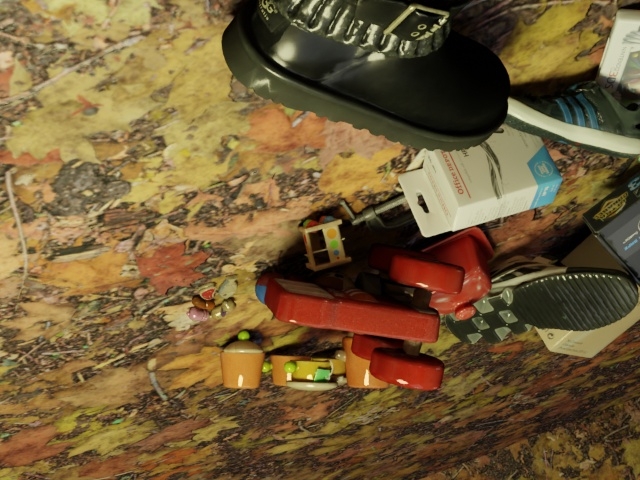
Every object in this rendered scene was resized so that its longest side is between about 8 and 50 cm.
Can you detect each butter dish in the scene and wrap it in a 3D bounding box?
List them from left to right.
[{"bbox_3d":[0.209,0.070,1.425,0.160,0.118,0.160,-26,154,11],"label":"butter dish"}]

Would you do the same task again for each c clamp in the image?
[{"bbox_3d":[0.117,-0.048,1.244,0.161,0.022,0.137,-22,153,4],"label":"c clamp"}]

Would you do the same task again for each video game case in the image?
[{"bbox_3d":[0.434,-0.206,1.078,0.191,0.022,0.173,6,155,8],"label":"video game case"}]

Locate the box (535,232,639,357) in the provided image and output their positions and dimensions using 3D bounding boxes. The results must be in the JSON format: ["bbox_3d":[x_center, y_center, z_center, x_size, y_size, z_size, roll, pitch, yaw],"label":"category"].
[{"bbox_3d":[0.516,0.060,1.564,0.148,0.121,0.311,12,130,-40],"label":"box"}]

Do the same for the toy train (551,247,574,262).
[{"bbox_3d":[0.464,0.027,1.626,0.158,0.027,0.036,-14,155,-12],"label":"toy train"}]

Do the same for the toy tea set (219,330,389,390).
[{"bbox_3d":[-0.015,0.188,1.541,0.200,0.124,0.336,-3,172,40],"label":"toy tea set"}]

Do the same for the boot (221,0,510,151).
[{"bbox_3d":[0.110,-0.212,0.808,0.348,0.131,0.260,4,145,-39],"label":"boot"}]

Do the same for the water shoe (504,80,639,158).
[{"bbox_3d":[0.309,-0.162,1.113,0.203,0.080,0.073,15,-178,-13],"label":"water shoe"}]

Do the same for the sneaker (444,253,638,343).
[{"bbox_3d":[0.363,0.071,1.472,0.331,0.146,0.122,-12,121,42],"label":"sneaker"}]

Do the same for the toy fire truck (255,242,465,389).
[{"bbox_3d":[0.042,0.085,1.250,0.254,0.169,0.302,11,-176,-11],"label":"toy fire truck"}]

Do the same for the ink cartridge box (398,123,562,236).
[{"bbox_3d":[0.201,-0.081,1.149,0.180,0.104,0.060,-16,153,-10],"label":"ink cartridge box"}]

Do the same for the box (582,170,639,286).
[{"bbox_3d":[0.603,-0.022,1.371,0.295,0.073,0.293,-40,113,15],"label":"box"}]

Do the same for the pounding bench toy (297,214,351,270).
[{"bbox_3d":[0.000,0.000,1.217,0.052,0.065,0.083,-15,-173,-12],"label":"pounding bench toy"}]

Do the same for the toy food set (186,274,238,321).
[{"bbox_3d":[-0.158,0.093,1.319,0.078,0.019,0.122,-13,153,-15],"label":"toy food set"}]

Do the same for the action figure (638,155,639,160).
[{"bbox_3d":[0.493,-0.171,1.231,0.137,0.063,0.232,-14,149,-18],"label":"action figure"}]
